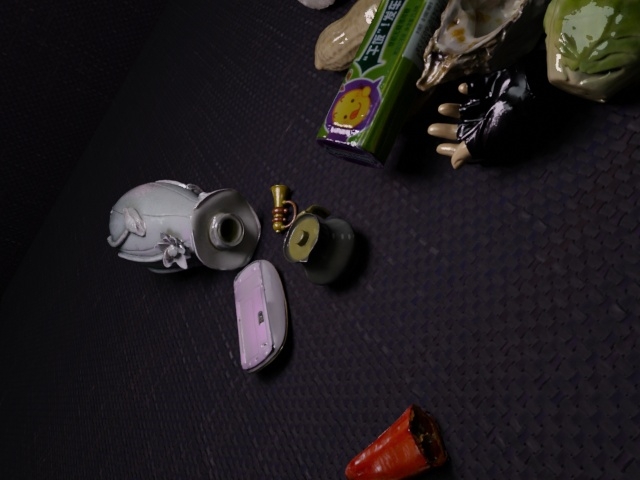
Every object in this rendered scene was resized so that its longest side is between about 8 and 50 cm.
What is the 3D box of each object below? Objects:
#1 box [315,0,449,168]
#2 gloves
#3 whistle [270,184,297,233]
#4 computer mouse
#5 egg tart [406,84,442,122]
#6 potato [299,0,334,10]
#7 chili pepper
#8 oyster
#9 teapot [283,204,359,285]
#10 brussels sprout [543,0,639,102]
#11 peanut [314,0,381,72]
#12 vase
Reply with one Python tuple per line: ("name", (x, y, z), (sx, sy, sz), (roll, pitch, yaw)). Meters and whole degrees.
("box", (0.122, -0.301, 0.937), (0.134, 0.097, 0.346), (20, 84, 41))
("gloves", (0.254, -0.184, 0.818), (0.203, 0.124, 0.165), (-37, 22, 59))
("whistle", (-0.081, -0.068, 1.215), (0.046, 0.057, 0.109), (89, 176, -68))
("computer mouse", (-0.124, 0.153, 1.114), (0.126, 0.056, 0.245), (-40, 43, 28))
("egg tart", (0.159, -0.285, 1.014), (0.191, 0.074, 0.191), (-26, 51, 37))
("potato", (0.075, -0.800, 1.298), (0.289, 0.397, 0.296), (31, 58, 34))
("chili pepper", (0.092, 0.308, 0.773), (0.169, 0.064, 0.088), (-42, 42, 32))
("oyster", (0.297, -0.358, 0.868), (0.341, 0.110, 0.166), (-54, 51, 8))
("teapot", (0.000, 0.000, 1.004), (0.130, 0.119, 0.166), (-36, 45, 30))
("brussels sprout", (0.376, -0.272, 0.696), (0.144, 0.161, 0.181), (-80, 1, -85))
("peanut", (0.083, -0.443, 1.167), (0.256, 0.123, 0.124), (-14, 59, 50))
("vase", (-0.346, -0.034, 1.352), (0.445, 0.249, 0.250), (4, 73, 46))
